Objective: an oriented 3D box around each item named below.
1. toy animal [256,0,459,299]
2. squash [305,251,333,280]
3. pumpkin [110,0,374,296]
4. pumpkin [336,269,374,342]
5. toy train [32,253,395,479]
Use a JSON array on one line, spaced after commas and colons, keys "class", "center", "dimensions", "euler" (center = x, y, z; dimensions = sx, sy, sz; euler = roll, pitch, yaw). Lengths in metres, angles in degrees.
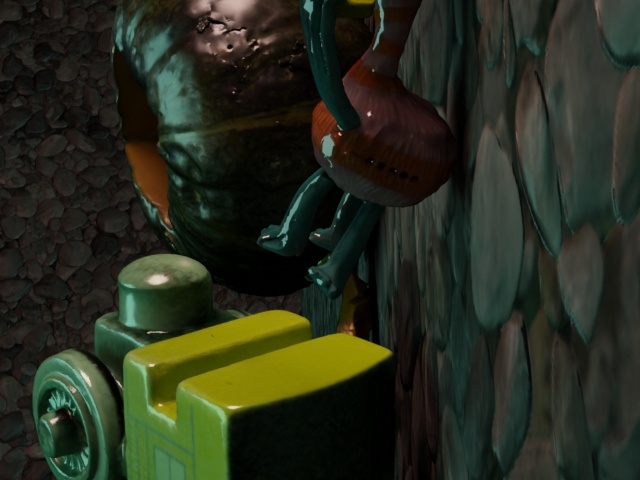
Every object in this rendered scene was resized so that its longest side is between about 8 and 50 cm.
[{"class": "toy animal", "center": [0.016, -0.077, 0.487], "dimensions": [0.103, 0.100, 0.208], "euler": [-16, -56, -54]}, {"class": "squash", "center": [0.000, 0.000, 1.199], "dimensions": [0.258, 0.069, 0.069], "euler": [-101, 10, -76]}, {"class": "pumpkin", "center": [-0.073, -0.115, 0.920], "dimensions": [0.320, 0.192, 0.321], "euler": [167, 90, -72]}, {"class": "pumpkin", "center": [0.033, 0.066, 0.926], "dimensions": [0.073, 0.035, 0.101], "euler": [68, -166, -64]}, {"class": "toy train", "center": [-0.060, 0.237, 0.706], "dimensions": [0.272, 0.179, 0.442], "euler": [17, 113, 48]}]
